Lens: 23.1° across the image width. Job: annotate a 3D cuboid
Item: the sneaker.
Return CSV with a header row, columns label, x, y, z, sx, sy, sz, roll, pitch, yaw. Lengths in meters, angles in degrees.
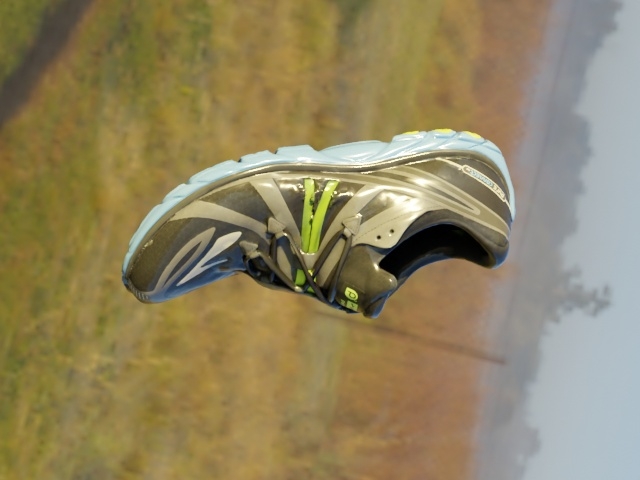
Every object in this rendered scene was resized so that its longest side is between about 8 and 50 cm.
label,x,y,z,sx,sy,sz,roll,pitch,yaw
sneaker,0.000,0.000,0.724,0.067,0.188,0.078,90,-12,-67
